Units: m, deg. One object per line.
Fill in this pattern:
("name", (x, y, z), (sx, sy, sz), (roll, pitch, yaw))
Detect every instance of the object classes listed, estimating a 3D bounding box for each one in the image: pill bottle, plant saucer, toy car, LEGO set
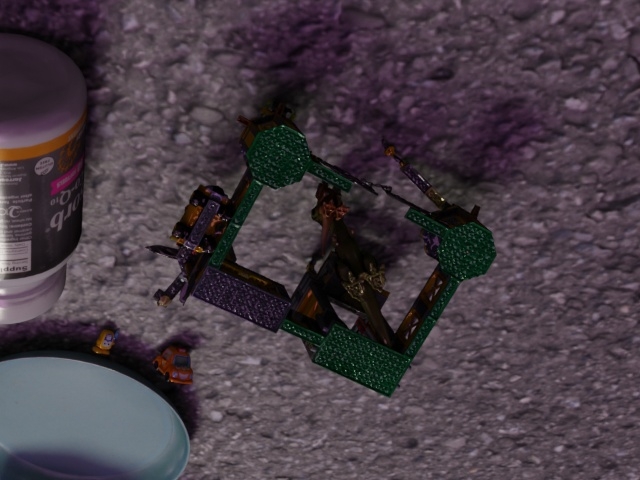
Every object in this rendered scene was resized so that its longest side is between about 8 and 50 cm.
("pill bottle", (-0.319, -0.055, 1.170), (0.162, 0.162, 0.278), (9, 134, -4))
("plant saucer", (-0.327, 0.243, 1.534), (0.318, 0.043, 0.317), (2, 133, 3))
("toy car", (-0.211, 0.139, 1.419), (0.122, 0.060, 0.040), (18, 101, -21))
("LEGO set", (0.000, 0.000, 1.225), (0.331, 0.192, 0.255), (18, 103, -16))
